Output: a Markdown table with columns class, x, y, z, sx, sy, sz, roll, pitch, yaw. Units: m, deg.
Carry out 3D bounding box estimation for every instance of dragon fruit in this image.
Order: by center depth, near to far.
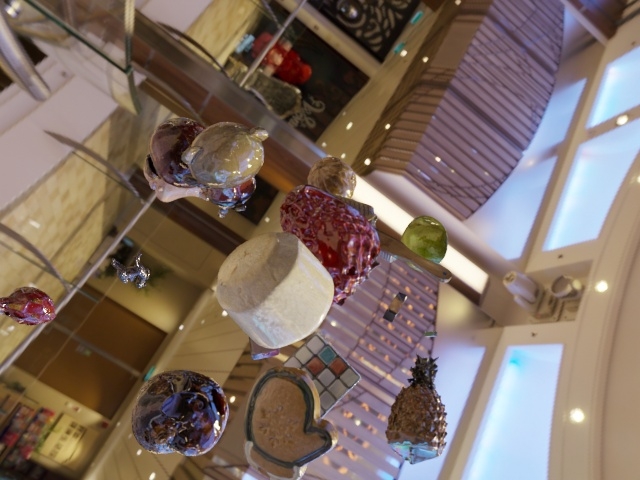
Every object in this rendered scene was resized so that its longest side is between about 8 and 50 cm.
| class | x | y | z | sx | sy | sz | roll | pitch | yaw |
| --- | --- | --- | --- | --- | --- | --- | --- | --- | --- |
| dragon fruit | -0.720 | 0.149 | 1.216 | 0.094 | 0.190 | 0.094 | -12 | -111 | 33 |

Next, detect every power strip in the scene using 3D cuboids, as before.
| class | x | y | z | sx | sy | sz | roll | pitch | yaw |
| --- | --- | --- | --- | --- | --- | --- | --- | --- | --- |
| power strip | -0.240 | 0.359 | 2.082 | 0.279 | 0.109 | 0.038 | -108 | -168 | -45 |

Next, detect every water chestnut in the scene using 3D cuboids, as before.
| class | x | y | z | sx | sy | sz | roll | pitch | yaw |
| --- | --- | --- | --- | --- | --- | --- | --- | --- | --- |
| water chestnut | -0.501 | 0.605 | 1.859 | 0.335 | 0.335 | 0.347 | -54 | -162 | 2 |

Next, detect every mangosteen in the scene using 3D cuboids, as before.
| class | x | y | z | sx | sy | sz | roll | pitch | yaw |
| --- | --- | --- | --- | --- | --- | --- | --- | --- | --- |
| mangosteen | -0.440 | -0.255 | 1.578 | 0.257 | 0.215 | 0.215 | -19 | -148 | 33 |

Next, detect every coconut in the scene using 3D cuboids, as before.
| class | x | y | z | sx | sy | sz | roll | pitch | yaw |
| --- | --- | --- | --- | --- | --- | --- | --- | --- | --- |
| coconut | -0.094 | 0.122 | 1.162 | 0.237 | 0.266 | 0.238 | -30 | -148 | 21 |

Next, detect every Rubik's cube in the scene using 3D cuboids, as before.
| class | x | y | z | sx | sy | sz | roll | pitch | yaw |
| --- | --- | --- | --- | --- | --- | --- | --- | --- | --- |
| Rubik's cube | -0.008 | 0.545 | 2.062 | 0.259 | 0.253 | 0.256 | -45 | 167 | -6 |

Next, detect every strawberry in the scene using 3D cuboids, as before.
| class | x | y | z | sx | sy | sz | roll | pitch | yaw |
| --- | --- | --- | --- | --- | --- | --- | --- | --- | --- |
| strawberry | 0.000 | 0.000 | 1.542 | 0.317 | 0.345 | 0.295 | -50 | -166 | -32 |

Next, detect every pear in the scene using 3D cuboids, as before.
| class | x | y | z | sx | sy | sz | roll | pitch | yaw |
| --- | --- | --- | --- | --- | --- | --- | --- | --- | --- |
| pear | 0.517 | 0.021 | 2.551 | 0.239 | 0.139 | 0.289 | 12 | -84 | 54 |

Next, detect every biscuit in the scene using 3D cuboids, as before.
| class | x | y | z | sx | sy | sz | roll | pitch | yaw |
| --- | --- | --- | --- | --- | --- | --- | --- | --- | --- |
| biscuit | -0.091 | 0.541 | 1.480 | 0.057 | 0.287 | 0.344 | -10 | 115 | -66 |

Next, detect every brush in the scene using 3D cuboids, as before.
| class | x | y | z | sx | sy | sz | roll | pitch | yaw |
| --- | --- | --- | --- | --- | --- | --- | --- | --- | --- |
| brush | 0.268 | 0.056 | 1.655 | 0.070 | 0.327 | 0.065 | -42 | 148 | -35 |

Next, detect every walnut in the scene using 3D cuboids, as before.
| class | x | y | z | sx | sy | sz | roll | pitch | yaw |
| --- | --- | --- | --- | --- | --- | --- | --- | --- | --- |
| walnut | 0.053 | -0.239 | 2.125 | 0.213 | 0.213 | 0.213 | -51 | -167 | 17 |

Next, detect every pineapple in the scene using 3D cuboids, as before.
| class | x | y | z | sx | sy | sz | roll | pitch | yaw |
| --- | --- | --- | --- | --- | --- | --- | --- | --- | --- |
| pineapple | 0.348 | 0.558 | 1.770 | 0.202 | 0.202 | 0.362 | -42 | -162 | 45 |

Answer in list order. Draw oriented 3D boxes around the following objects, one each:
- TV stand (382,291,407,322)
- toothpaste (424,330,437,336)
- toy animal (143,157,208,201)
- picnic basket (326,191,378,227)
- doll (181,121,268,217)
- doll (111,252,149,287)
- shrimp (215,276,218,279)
| class | x | y | z | sx | sy | sz | roll | pitch | yaw |
| --- | --- | --- | --- | --- | --- | --- | --- | --- | --- |
| TV stand | 0.333 | 0.291 | 2.280 | 0.256 | 0.048 | 0.040 | -32 | 146 | -65 |
| toothpaste | 0.465 | 0.393 | 2.164 | 0.083 | 0.017 | 0.020 | 144 | -46 | -69 |
| toy animal | -0.494 | -0.270 | 1.929 | 0.326 | 0.269 | 0.237 | -40 | 162 | -37 |
| picnic basket | 0.038 | -0.034 | 1.903 | 0.228 | 0.312 | 0.176 | 123 | -25 | -45 |
| doll | -0.251 | -0.188 | 1.382 | 0.234 | 0.174 | 0.330 | -19 | 161 | -13 |
| doll | -0.830 | 0.140 | 2.271 | 0.138 | 0.165 | 0.057 | -17 | -154 | -19 |
| shrimp | -0.316 | 0.152 | 2.002 | 0.124 | 0.178 | 0.034 | -63 | 169 | 6 |
